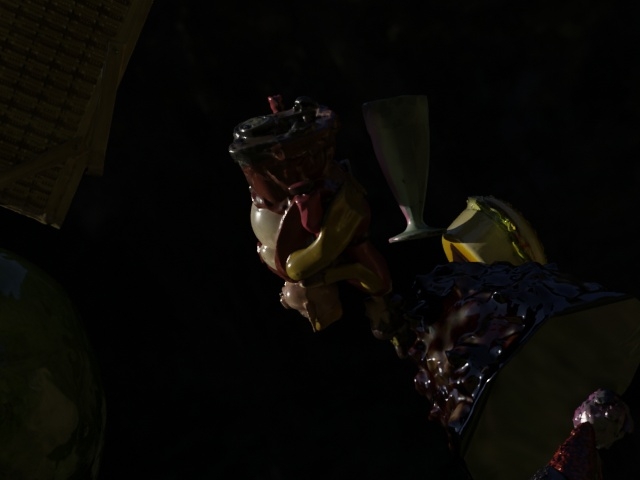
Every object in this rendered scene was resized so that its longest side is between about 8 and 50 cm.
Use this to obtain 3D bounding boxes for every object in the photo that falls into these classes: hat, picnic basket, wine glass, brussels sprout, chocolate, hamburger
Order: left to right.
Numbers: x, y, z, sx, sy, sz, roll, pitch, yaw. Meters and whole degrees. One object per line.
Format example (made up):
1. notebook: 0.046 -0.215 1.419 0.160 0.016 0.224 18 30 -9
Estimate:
1. brussels sprout: -0.258 0.126 1.152 0.271 0.210 0.219 -25 -14 -16
2. picnic basket: -0.288 -0.182 2.091 0.228 0.175 0.312 -110 42 -77
3. wine glass: 0.091 -0.078 2.082 0.073 0.155 0.073 -9 -4 -1
4. chocolate: 0.152 0.097 1.729 0.224 0.177 0.206 -9 -52 -43
5. hamburger: 0.194 0.011 2.104 0.081 0.126 0.141 -39 -41 -12
6. hat: 0.151 0.179 1.196 0.140 0.129 0.227 90 -162 -53

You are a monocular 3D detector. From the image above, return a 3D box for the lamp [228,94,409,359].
1. lamp: 0.000 0.000 1.737 0.118 0.253 0.118 -16 24 7
